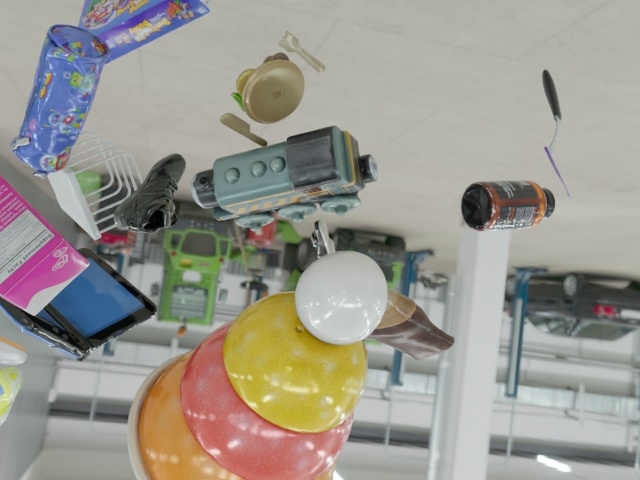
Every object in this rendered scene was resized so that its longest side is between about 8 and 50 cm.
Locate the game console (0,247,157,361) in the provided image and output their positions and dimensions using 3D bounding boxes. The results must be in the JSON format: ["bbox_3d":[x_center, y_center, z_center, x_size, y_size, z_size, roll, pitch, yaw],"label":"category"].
[{"bbox_3d":[-0.513,0.083,1.372,0.293,0.173,0.250,31,167,33],"label":"game console"}]

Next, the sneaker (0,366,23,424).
[{"bbox_3d":[-0.818,0.372,1.734,0.126,0.091,0.240,22,130,-18],"label":"sneaker"}]

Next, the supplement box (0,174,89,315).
[{"bbox_3d":[-0.449,-0.015,0.981,0.220,0.114,0.111,42,166,13],"label":"supplement box"}]

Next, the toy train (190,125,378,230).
[{"bbox_3d":[-0.068,-0.111,1.268,0.334,0.142,0.190,-10,166,20],"label":"toy train"}]

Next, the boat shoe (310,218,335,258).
[{"bbox_3d":[0.000,0.000,1.359,0.038,0.046,0.125,-5,153,10],"label":"boat shoe"}]

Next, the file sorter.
[{"bbox_3d":[-0.603,-0.161,1.863,0.173,0.193,0.277,-29,-145,-26],"label":"file sorter"}]

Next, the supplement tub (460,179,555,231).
[{"bbox_3d":[0.401,-0.074,1.479,0.198,0.106,0.106,-4,180,-29],"label":"supplement tub"}]

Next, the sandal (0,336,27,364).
[{"bbox_3d":[-0.391,0.038,0.651,0.265,0.076,0.102,26,155,-15],"label":"sandal"}]

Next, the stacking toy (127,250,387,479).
[{"bbox_3d":[-0.042,0.189,1.006,0.350,0.351,0.480,11,132,-31],"label":"stacking toy"}]

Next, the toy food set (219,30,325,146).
[{"bbox_3d":[-0.088,-0.268,1.240,0.132,0.192,0.038,29,-165,-47],"label":"toy food set"}]

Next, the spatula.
[{"bbox_3d":[0.435,-0.206,1.305,0.030,0.296,0.084,-12,145,29],"label":"spatula"}]

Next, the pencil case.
[{"bbox_3d":[-0.536,-0.281,1.423,0.119,0.306,0.133,41,-152,18],"label":"pencil case"}]

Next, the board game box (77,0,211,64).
[{"bbox_3d":[-0.387,-0.552,1.559,0.347,0.233,0.078,-14,150,31],"label":"board game box"}]

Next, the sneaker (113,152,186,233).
[{"bbox_3d":[-0.357,-0.102,1.615,0.130,0.227,0.087,18,146,27],"label":"sneaker"}]

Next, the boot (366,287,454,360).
[{"bbox_3d":[0.136,0.209,1.517,0.207,0.090,0.248,39,134,-21],"label":"boot"}]
